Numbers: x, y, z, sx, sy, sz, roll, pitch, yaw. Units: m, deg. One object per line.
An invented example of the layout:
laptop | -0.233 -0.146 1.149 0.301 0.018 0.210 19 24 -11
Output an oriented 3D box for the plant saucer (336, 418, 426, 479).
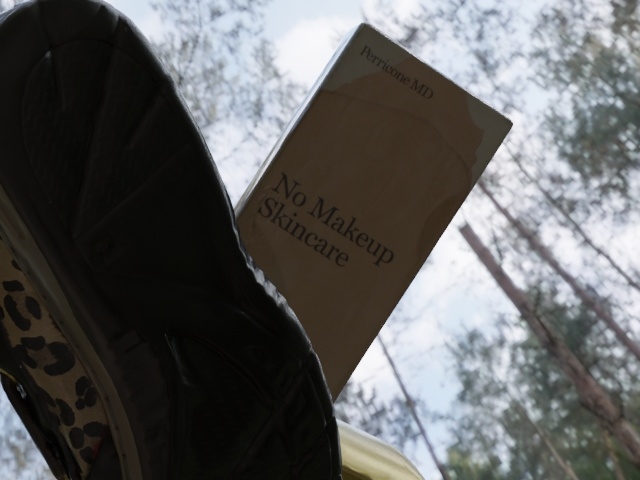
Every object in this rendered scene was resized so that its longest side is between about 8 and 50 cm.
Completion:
plant saucer | -0.071 0.246 1.255 0.332 0.081 0.333 26 -39 -4

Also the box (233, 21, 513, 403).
box | 0.000 0.000 0.944 0.148 0.121 0.311 32 -89 -6

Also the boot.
boot | -0.158 0.056 0.660 0.138 0.284 0.377 -46 -54 -38
